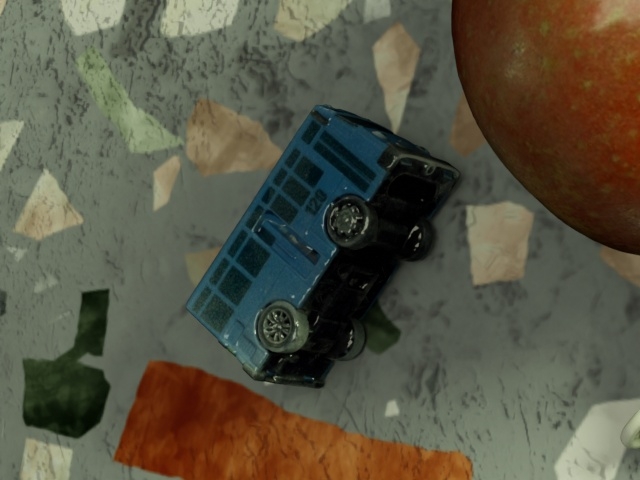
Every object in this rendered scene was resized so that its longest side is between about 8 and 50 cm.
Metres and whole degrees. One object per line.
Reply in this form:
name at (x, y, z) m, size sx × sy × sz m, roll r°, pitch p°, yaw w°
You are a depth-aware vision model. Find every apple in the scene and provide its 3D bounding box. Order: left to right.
apple at (0.263, -0.165, 1.407) m, size 0.277 × 0.348 × 0.348 m, roll -37°, pitch 64°, yaw 35°

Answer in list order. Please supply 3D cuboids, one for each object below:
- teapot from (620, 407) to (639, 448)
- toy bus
teapot at (0.309, 0.084, 1.488) m, size 0.226 × 0.092 × 0.145 m, roll -44°, pitch 62°, yaw 21°
toy bus at (0.000, 0.000, 1.668) m, size 0.133 × 0.116 × 0.234 m, roll 41°, pitch 105°, yaw 33°
